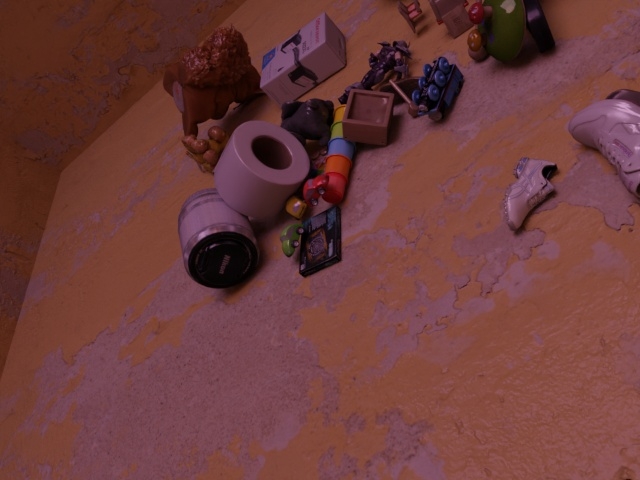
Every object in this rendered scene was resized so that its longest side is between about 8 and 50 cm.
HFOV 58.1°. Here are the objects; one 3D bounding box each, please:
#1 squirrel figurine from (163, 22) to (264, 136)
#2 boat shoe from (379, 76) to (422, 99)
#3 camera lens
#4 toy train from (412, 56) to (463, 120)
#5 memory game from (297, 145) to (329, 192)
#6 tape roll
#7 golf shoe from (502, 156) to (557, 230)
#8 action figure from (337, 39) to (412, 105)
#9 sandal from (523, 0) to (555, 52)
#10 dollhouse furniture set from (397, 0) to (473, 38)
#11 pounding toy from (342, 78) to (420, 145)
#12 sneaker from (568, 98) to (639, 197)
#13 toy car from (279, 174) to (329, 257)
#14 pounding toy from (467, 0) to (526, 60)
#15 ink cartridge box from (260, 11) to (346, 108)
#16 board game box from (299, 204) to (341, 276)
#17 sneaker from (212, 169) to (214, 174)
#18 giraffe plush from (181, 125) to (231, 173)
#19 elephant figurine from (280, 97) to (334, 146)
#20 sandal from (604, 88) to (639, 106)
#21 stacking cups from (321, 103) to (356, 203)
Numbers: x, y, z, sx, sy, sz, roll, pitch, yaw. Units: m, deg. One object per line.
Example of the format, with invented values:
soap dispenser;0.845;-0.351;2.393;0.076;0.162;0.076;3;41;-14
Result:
squirrel figurine;-0.379;-0.630;2.252;0.281;0.370;0.397;62;150;18
boat shoe;0.258;-0.447;1.671;0.178;0.064;0.060;3;37;39
camera lens;-0.309;-0.007;1.729;0.219;0.219;0.274;-41;37;10
toy train;0.314;-0.403;1.539;0.080;0.105;0.184;-6;53;49
memory game;-0.011;-0.222;1.788;0.186;0.012;0.186;-28;41;27
tape roll;-0.175;-0.210;1.712;0.169;0.246;0.246;-51;27;44
golf shoe;0.432;-0.099;1.185;0.086;0.069;0.176;5;62;41
action figure;0.179;-0.520;1.798;0.285;0.099;0.185;-46;29;-3
sandal;0.499;-0.648;1.515;0.107;0.167;0.446;-23;44;25
dollhouse furniture set;0.387;-0.733;1.775;0.262;0.135;0.259;-30;29;23
pounding toy;0.181;-0.365;1.650;0.206;0.094;0.181;9;61;10
sneaker;0.571;-0.168;1.059;0.152;0.114;0.305;-50;36;-3
toy car;-0.066;-0.062;1.600;0.239;0.053;0.225;-34;34;63
pounding toy;0.411;-0.542;1.460;0.110;0.183;0.237;-11;17;-8
ink cartridge box;-0.066;-0.669;2.146;0.307;0.129;0.223;-27;41;27
board game box;0.000;0.000;1.568;0.126;0.026;0.186;-26;42;28
sneaker;-0.342;-0.203;2.084;0.053;0.059;0.144;-22;52;-15
giraffe plush;-0.415;-0.368;2.240;0.170;0.181;0.210;-48;0;-16
elephant figurine;-0.071;-0.354;1.822;0.239;0.186;0.169;-8;26;28
sandal;0.643;-0.262;1.115;0.090;0.060;0.219;-47;36;3
stacking cups;0.065;-0.251;1.683;0.096;0.096;0.316;-17;51;36
